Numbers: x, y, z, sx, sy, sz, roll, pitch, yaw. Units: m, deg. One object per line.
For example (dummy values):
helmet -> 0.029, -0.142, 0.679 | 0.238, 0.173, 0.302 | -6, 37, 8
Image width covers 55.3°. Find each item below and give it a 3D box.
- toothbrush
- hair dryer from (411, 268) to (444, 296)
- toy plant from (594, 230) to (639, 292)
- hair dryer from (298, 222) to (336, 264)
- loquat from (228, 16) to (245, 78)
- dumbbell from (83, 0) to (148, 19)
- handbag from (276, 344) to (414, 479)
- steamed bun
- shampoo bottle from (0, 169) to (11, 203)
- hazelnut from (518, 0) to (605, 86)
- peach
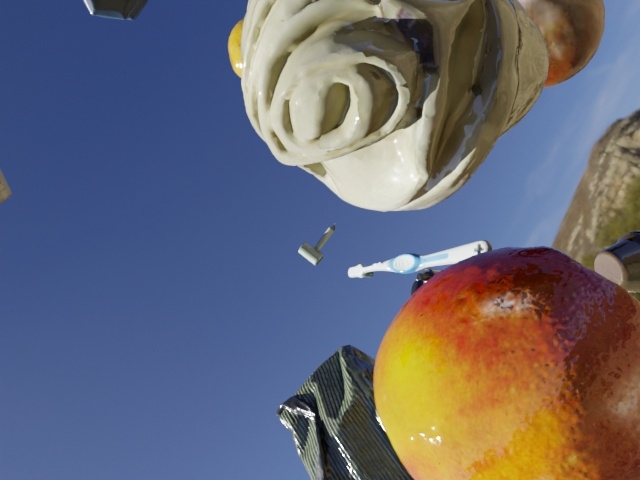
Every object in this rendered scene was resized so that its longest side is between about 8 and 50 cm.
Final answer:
toothbrush -> 0.159, 0.039, 1.091 | 0.040, 0.040, 0.386 | -47, 14, -27
hair dryer -> 0.353, 0.113, 1.793 | 0.320, 0.283, 0.156 | -44, 37, 51
toy plant -> 0.573, 0.034, 1.053 | 0.200, 0.143, 0.105 | -8, -61, -17
hair dryer -> 0.000, 0.000, 1.638 | 0.124, 0.063, 0.038 | -53, -10, 2
loquat -> -0.180, -0.579, 1.863 | 0.208, 0.208, 0.208 | -43, -31, -33
dumbbell -> -0.504, -0.620, 1.502 | 0.143, 0.316, 0.157 | -25, -67, -4
handbag -> 0.084, 0.401, 1.223 | 0.240, 0.341, 0.247 | -42, -45, 7
steamed bun -> 0.058, -0.200, 0.700 | 0.342, 0.368, 0.255 | -35, 14, 29
shampoo bottle -> -0.671, -0.170, 1.153 | 0.086, 0.055, 0.228 | -48, -45, -46
hazelnut -> 0.500, -0.538, 1.476 | 0.372, 0.372, 0.316 | -1, -80, -61
peach -> 0.237, 0.170, 0.743 | 0.380, 0.242, 0.306 | -34, 27, 24
